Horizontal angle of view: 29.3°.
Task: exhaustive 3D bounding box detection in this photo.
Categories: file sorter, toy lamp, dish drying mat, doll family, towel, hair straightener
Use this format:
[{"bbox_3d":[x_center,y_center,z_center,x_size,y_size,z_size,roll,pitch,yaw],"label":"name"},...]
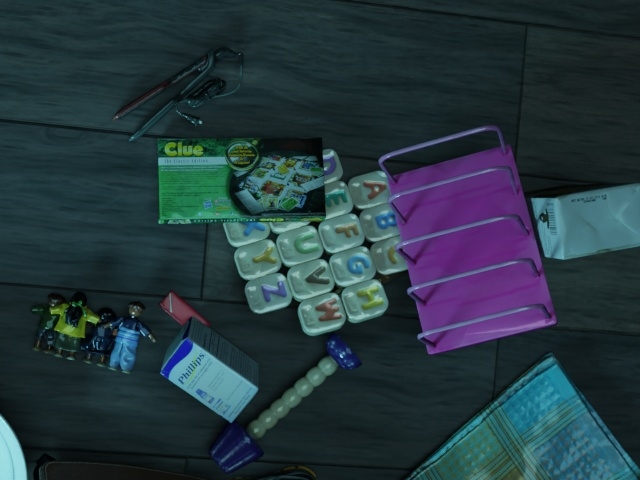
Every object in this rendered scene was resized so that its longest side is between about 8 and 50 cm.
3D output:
[{"bbox_3d":[0.214,-0.002,1.824,0.202,0.182,0.291,-15,76,10],"label":"file sorter"},{"bbox_3d":[-0.060,0.259,1.934,0.274,0.080,0.080,-43,98,-9],"label":"toy lamp"},{"bbox_3d":[-0.214,0.117,1.937,0.083,0.008,0.032,42,83,-8],"label":"dish drying mat"},{"bbox_3d":[-0.349,0.133,1.882,0.193,0.076,0.111,16,84,-16],"label":"doll family"},{"bbox_3d":[0.325,0.403,2.029,0.370,0.040,0.271,-38,97,-8],"label":"towel"},{"bbox_3d":[-0.208,-0.222,1.921,0.230,0.047,0.089,-36,97,-13],"label":"hair straightener"}]

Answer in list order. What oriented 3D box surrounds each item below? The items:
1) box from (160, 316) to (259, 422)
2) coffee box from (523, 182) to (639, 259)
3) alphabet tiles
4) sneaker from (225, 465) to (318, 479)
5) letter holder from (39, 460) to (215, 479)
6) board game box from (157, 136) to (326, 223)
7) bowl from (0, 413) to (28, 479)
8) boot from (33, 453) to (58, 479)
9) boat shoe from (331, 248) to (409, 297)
[{"bbox_3d":[-0.168,0.197,1.883,0.137,0.126,0.072,37,97,-9],"label":"box"},{"bbox_3d":[0.393,-0.033,1.929,0.141,0.246,0.098,-9,94,-10],"label":"coffee box"},{"bbox_3d":[0.000,0.000,1.927,0.277,0.021,0.284,-16,75,-11],"label":"alphabet tiles"},{"bbox_3d":[-0.103,0.412,1.925,0.214,0.083,0.084,-20,96,-9],"label":"sneaker"},{"bbox_3d":[-0.280,0.454,1.796,0.301,0.214,0.152,13,122,-26],"label":"letter holder"},{"bbox_3d":[-0.124,-0.095,1.915,0.259,0.030,0.136,0,77,-6],"label":"board game box"},{"bbox_3d":[-0.579,0.349,1.807,0.297,0.134,0.298,0,91,-11],"label":"bowl"},{"bbox_3d":[-0.408,0.477,1.860,0.207,0.094,0.246,-42,104,-11],"label":"boot"},{"bbox_3d":[0.068,0.075,1.962,0.178,0.064,0.060,-36,95,-11],"label":"boat shoe"}]
